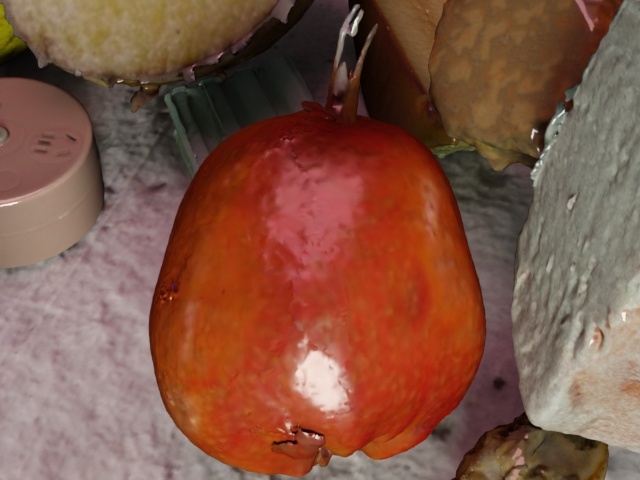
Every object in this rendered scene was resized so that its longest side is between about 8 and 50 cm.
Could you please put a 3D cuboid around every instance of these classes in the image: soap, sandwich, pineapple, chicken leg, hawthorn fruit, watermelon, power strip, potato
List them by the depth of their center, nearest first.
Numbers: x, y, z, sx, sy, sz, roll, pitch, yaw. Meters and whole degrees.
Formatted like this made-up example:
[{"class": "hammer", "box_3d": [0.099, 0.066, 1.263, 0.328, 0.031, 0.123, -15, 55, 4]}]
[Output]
[{"class": "watermelon", "box_3d": [0.220, 0.019, 0.703, 0.258, 0.387, 0.228, -41, 63, 16]}, {"class": "chicken leg", "box_3d": [0.107, 0.184, 0.726, 0.085, 0.069, 0.198, 29, 61, 0]}, {"class": "hawthorn fruit", "box_3d": [0.000, 0.000, 0.768, 0.211, 0.211, 0.299, 3, 89, 9]}, {"class": "pineapple", "box_3d": [0.237, -0.112, 0.880, 0.340, 0.169, 0.169, 4, 35, -42]}, {"class": "soap", "box_3d": [-0.041, -0.052, 0.950, 0.114, 0.063, 0.198, -18, 48, -8]}, {"class": "power strip", "box_3d": [-0.250, -0.054, 0.958, 0.154, 0.078, 0.154, 1, 47, -1]}, {"class": "sandwich", "box_3d": [0.090, -0.133, 0.991, 0.094, 0.096, 0.258, -9, 47, -9]}, {"class": "potato", "box_3d": [-0.084, -0.259, 0.995, 0.288, 0.237, 0.301, -9, 90, 18]}]

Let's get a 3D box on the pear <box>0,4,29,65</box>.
[{"class": "pear", "box_3d": [-0.326, -0.268, 1.048, 0.252, 0.253, 0.307, 13, 48, 17]}]
